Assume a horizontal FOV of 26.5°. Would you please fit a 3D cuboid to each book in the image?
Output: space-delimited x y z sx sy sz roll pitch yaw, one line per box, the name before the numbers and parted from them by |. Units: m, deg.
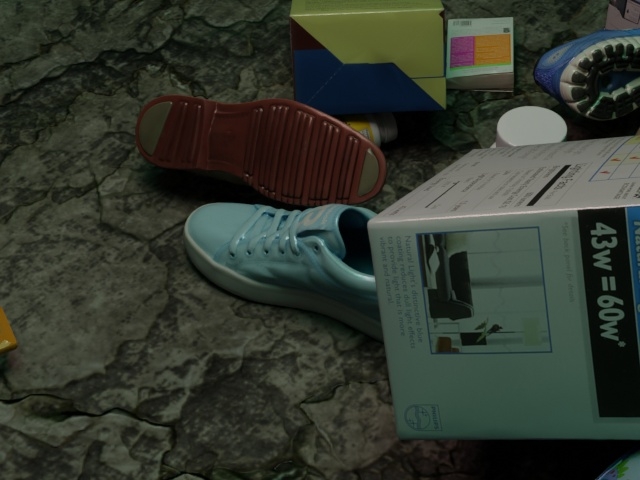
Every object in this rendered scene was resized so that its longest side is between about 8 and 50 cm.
book | 0.228 -0.270 1.946 0.096 0.035 0.144 0 44 8

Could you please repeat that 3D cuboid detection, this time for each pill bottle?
pill bottle | 0.040 -0.138 1.796 0.116 0.065 0.065 -20 47 -17
pill bottle | 0.247 -0.067 1.629 0.108 0.180 0.108 -2 44 2

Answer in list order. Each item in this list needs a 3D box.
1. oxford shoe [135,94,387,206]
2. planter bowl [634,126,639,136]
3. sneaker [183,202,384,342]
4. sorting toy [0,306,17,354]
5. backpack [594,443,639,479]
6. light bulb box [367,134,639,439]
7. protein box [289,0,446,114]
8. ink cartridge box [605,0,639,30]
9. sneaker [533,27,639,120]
oxford shoe | -0.059 -0.117 1.722 0.348 0.123 0.130 17 3 26
planter bowl | 0.474 -0.124 1.726 0.162 0.109 0.162 -1 44 1
sneaker | 0.000 0.000 1.596 0.366 0.150 0.135 17 47 19
sorting toy | -0.513 0.164 1.534 0.348 0.047 0.196 -12 49 -8
backpack | 0.296 0.339 1.167 0.356 0.273 0.290 -25 24 -33
light bulb box | 0.283 0.032 1.344 0.361 0.225 0.358 -3 14 24
protein box | 0.062 -0.259 1.823 0.200 0.135 0.201 -2 21 1
ink cartridge box | 0.480 -0.351 1.899 0.140 0.190 0.082 -27 49 -23
sneaker | 0.429 -0.244 1.829 0.330 0.129 0.147 -8 22 -28
